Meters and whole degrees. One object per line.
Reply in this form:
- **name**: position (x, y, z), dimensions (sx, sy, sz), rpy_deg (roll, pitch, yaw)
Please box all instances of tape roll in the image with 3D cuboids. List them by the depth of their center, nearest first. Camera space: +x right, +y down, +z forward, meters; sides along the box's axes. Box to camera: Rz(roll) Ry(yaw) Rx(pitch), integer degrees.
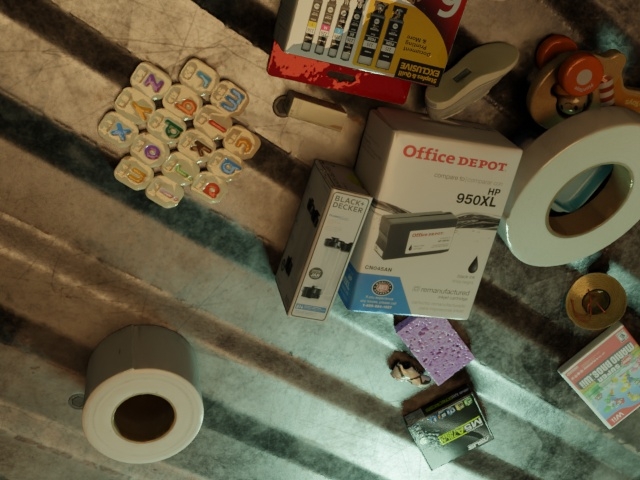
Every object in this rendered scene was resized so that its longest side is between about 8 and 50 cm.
- **tape roll**: position (-0.377, 0.326, 1.554), dimensions (0.246, 0.169, 0.246), rpy_deg (-6, 117, -11)
- **tape roll**: position (0.555, -0.105, 1.557), dimensions (0.391, 0.072, 0.392), rpy_deg (-14, 136, -13)

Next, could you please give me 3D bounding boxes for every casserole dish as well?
- **casserole dish**: position (0.576, -0.150, 1.635), dimensions (0.114, 0.037, 0.188), rpy_deg (30, 106, -25)

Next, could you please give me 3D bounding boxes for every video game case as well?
- **video game case**: position (0.782, 0.363, 1.942), dimensions (0.204, 0.025, 0.285), rpy_deg (-42, 118, 8)

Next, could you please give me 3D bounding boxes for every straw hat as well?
- **straw hat**: position (0.677, 0.151, 1.788), dimensions (0.144, 0.144, 0.061), rpy_deg (-48, 155, 11)

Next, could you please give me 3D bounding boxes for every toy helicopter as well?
- **toy helicopter**: position (0.595, -0.280, 1.520), dimensions (0.354, 0.140, 0.235), rpy_deg (3, 122, -14)

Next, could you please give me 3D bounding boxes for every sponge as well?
- **sponge**: position (0.277, 0.249, 1.756), dimensions (0.117, 0.031, 0.210), rpy_deg (-36, 118, 5)

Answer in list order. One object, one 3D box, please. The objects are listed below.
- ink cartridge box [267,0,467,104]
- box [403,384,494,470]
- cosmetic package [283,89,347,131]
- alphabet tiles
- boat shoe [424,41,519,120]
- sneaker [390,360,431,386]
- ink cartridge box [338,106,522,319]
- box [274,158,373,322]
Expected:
- **ink cartridge box**: position (0.082, -0.390, 1.343), dimensions (0.309, 0.130, 0.272), rpy_deg (8, 114, -18)
- **box**: position (0.332, 0.484, 1.877), dimensions (0.190, 0.045, 0.184), rpy_deg (-27, 116, 0)
- **cosmetic package**: position (-0.011, -0.253, 1.426), dimensions (0.115, 0.060, 0.041), rpy_deg (15, 112, -18)
- **alphabet tiles**: position (-0.269, -0.203, 1.407), dimensions (0.278, 0.021, 0.284), rpy_deg (32, 104, -25)
- **boat shoe**: position (0.301, -0.317, 1.466), dimensions (0.227, 0.079, 0.081), rpy_deg (-34, 154, -13)
- **sneaker**: position (0.226, 0.326, 1.776), dimensions (0.109, 0.040, 0.044), rpy_deg (17, 108, -21)
- **ink cartridge box**: position (0.209, -0.050, 1.518), dimensions (0.285, 0.166, 0.395), rpy_deg (6, 113, -17)
- **box**: position (0.000, 0.000, 1.490), dimensions (0.087, 0.169, 0.290), rpy_deg (12, 111, -19)
